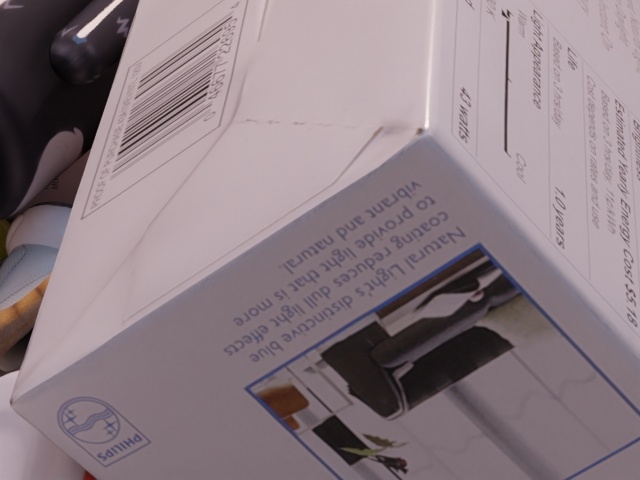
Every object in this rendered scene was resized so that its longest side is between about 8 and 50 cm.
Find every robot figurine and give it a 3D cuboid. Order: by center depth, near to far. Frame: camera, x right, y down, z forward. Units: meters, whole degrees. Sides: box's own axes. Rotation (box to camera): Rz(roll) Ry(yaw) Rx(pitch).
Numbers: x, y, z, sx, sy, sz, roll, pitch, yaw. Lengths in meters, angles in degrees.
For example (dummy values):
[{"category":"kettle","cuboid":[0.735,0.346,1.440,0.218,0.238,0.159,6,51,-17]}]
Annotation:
[{"category":"robot figurine","cuboid":[-0.211,-0.127,1.194,0.209,0.173,0.278,30,52,17]}]

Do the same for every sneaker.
[{"category":"sneaker","cuboid":[-0.095,0.075,1.155,0.262,0.099,0.121,17,55,7]}]

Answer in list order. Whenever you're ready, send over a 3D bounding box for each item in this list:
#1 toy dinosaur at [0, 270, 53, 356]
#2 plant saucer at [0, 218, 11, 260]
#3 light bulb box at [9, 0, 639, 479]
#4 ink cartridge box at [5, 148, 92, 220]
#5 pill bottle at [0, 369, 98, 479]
[{"category":"toy dinosaur","cuboid":[-0.216,0.071,1.068,0.211,0.064,0.112,-23,67,15]},{"category":"plant saucer","cuboid":[-0.333,-0.021,1.228,0.188,0.045,0.188,38,53,23]},{"category":"light bulb box","cuboid":[0.085,0.026,0.879,0.225,0.361,0.358,-32,27,26]},{"category":"ink cartridge box","cuboid":[-0.233,-0.140,1.465,0.272,0.130,0.309,3,29,-2]},{"category":"pill bottle","cuboid":[-0.081,0.163,0.841,0.221,0.124,0.124,40,7,-35]}]
